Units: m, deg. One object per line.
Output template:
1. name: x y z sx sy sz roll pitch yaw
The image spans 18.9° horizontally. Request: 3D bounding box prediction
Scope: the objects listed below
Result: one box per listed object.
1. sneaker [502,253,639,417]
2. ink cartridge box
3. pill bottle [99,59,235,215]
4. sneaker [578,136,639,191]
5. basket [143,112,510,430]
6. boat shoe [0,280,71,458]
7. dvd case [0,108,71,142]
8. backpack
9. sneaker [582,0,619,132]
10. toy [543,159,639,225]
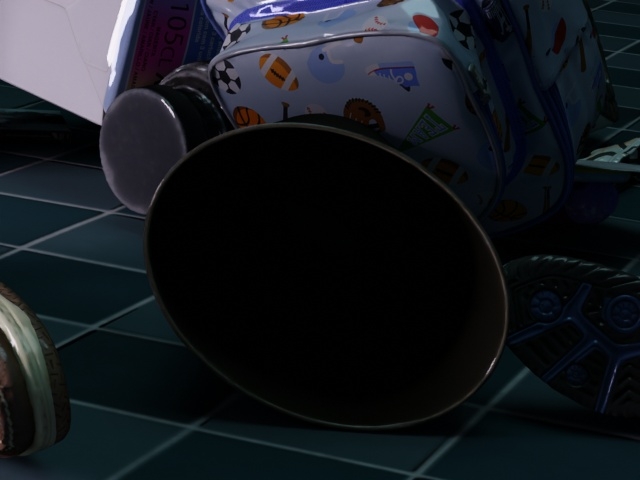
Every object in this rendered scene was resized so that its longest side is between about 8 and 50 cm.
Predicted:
1. sneaker: 0.193 0.064 1.083 0.211 0.080 0.081 21 5 0
2. ink cartridge box: -0.116 -0.194 1.642 0.270 0.151 0.395 25 14 36
3. pill bottle: -0.055 -0.078 1.451 0.123 0.122 0.219 17 19 40
4. sneaker: 0.257 -0.070 1.675 0.044 0.040 0.109 11 15 29
5. basket: 0.000 0.000 1.125 0.204 0.154 0.227 27 8 -7
6. boat shoe: -0.220 0.063 0.967 0.095 0.095 0.257 -22 21 -31
7. dvd case: -0.282 -0.102 1.683 0.119 0.013 0.087 0 16 -14
8. backpack: 0.069 -0.115 1.320 0.276 0.263 0.213 0 51 37
9. sneaker: 0.133 -0.125 1.703 0.182 0.158 0.410 -21 -7 24
10. toy: 0.167 -0.040 1.495 0.237 0.056 0.137 9 8 43
